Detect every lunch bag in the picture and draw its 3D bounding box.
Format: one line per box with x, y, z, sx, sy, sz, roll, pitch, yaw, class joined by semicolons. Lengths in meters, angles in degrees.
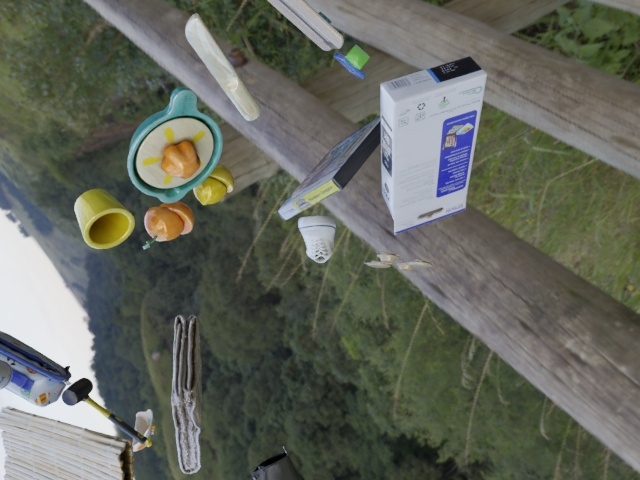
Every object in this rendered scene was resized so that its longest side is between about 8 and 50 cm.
-0.813;0.333;1.519;0.304;0.114;0.243;30;163;-6;lunch bag

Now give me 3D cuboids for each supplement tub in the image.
-0.726;0.289;1.243;0.071;0.071;0.107;51;164;13;supplement tub

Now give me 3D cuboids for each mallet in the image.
-0.428;0.346;1.158;0.190;0.039;0.062;35;-165;-8;mallet

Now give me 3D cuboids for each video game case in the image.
0.040;-0.175;1.307;0.035;0.274;0.248;46;148;-13;video game case

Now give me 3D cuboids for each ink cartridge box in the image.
0.194;-0.156;1.030;0.332;0.166;0.065;82;165;-51;ink cartridge box

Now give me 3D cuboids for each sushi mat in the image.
-0.296;0.279;0.644;0.317;0.019;0.151;-7;88;41;sushi mat

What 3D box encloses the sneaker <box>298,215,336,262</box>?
0.000;0.000;1.467;0.258;0.094;0.091;56;-150;-75;sneaker

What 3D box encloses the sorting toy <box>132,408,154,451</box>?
-0.382;0.409;1.252;0.083;0.045;0.075;-96;27;-43;sorting toy

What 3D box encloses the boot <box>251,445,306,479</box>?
-0.105;0.451;0.955;0.137;0.198;0.077;60;166;0;boot

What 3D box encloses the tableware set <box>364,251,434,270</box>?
0.199;0.057;1.462;0.169;0.141;0.020;147;131;-73;tableware set

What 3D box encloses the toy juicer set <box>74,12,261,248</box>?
-0.173;-0.113;0.790;0.089;0.329;0.209;47;-163;31;toy juicer set

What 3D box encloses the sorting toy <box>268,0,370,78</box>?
-0.029;-0.450;1.119;0.348;0.047;0.196;38;-172;-15;sorting toy

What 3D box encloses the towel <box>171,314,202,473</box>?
-0.242;0.286;1.060;0.282;0.049;0.187;100;166;-45;towel
